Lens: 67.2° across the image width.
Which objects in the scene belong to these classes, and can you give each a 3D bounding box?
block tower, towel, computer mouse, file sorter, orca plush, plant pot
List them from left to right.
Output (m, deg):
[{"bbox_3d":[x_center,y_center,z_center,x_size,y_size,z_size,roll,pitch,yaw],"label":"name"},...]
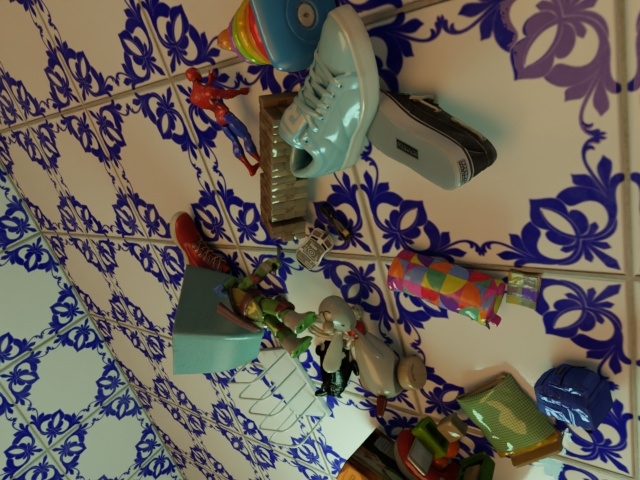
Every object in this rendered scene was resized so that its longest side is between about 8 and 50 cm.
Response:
[{"bbox_3d":[-0.300,0.251,1.461,0.252,0.247,0.248,7,137,-11],"label":"plant pot"},{"bbox_3d":[-0.140,0.516,1.584,0.193,0.173,0.278,-18,106,47],"label":"file sorter"},{"bbox_3d":[-0.082,-0.153,1.081,0.097,0.091,0.335,-125,30,-45],"label":"block tower"},{"bbox_3d":[0.000,0.000,1.185,0.106,0.042,0.193,42,133,2],"label":"computer mouse"},{"bbox_3d":[0.016,0.396,1.411,0.151,0.102,0.287,37,137,15],"label":"orca plush"},{"bbox_3d":[0.391,0.095,0.932,0.060,0.009,0.083,16,128,32],"label":"towel"}]

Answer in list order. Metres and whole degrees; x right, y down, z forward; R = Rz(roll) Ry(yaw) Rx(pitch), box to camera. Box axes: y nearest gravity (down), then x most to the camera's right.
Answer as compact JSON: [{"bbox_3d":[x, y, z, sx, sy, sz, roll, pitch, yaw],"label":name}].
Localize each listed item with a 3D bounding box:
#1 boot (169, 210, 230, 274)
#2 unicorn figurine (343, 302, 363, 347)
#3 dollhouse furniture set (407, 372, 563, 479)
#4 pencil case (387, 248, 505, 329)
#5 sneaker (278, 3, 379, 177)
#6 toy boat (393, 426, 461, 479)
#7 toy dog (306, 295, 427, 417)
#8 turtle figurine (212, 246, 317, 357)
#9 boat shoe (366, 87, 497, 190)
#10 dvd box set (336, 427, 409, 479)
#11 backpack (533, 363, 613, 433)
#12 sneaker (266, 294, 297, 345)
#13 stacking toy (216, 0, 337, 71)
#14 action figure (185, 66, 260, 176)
[{"bbox_3d":[-0.359,0.025,1.486,0.176,0.088,0.244,18,138,31],"label":"boot"},{"bbox_3d":[0.079,0.213,1.265,0.111,0.060,0.162,-11,126,35],"label":"unicorn figurine"},{"bbox_3d":[0.361,0.469,1.087,0.197,0.151,0.301,46,128,4],"label":"dollhouse furniture set"},{"bbox_3d":[0.256,0.096,0.988,0.236,0.104,0.104,22,132,30],"label":"pencil case"},{"bbox_3d":[0.002,-0.226,0.853,0.135,0.150,0.366,56,161,26],"label":"sneaker"},{"bbox_3d":[0.313,0.578,1.282,0.231,0.151,0.151,33,106,18],"label":"toy boat"},{"bbox_3d":[0.100,0.298,1.170,0.333,0.161,0.220,33,138,-6],"label":"toy dog"},{"bbox_3d":[-0.107,0.151,1.232,0.266,0.274,0.198,35,100,30],"label":"turtle figurine"},{"bbox_3d":[0.170,-0.201,0.837,0.306,0.105,0.113,44,157,45],"label":"boat shoe"},{"bbox_3d":[0.271,0.688,1.275,0.420,0.307,0.062,31,97,22],"label":"dvd box set"},{"bbox_3d":[0.483,0.292,0.935,0.120,0.098,0.101,-2,109,56],"label":"backpack"},{"bbox_3d":[-0.123,0.236,1.456,0.077,0.072,0.178,15,121,49],"label":"sneaker"},{"bbox_3d":[-0.117,-0.402,0.928,0.302,0.175,0.166,13,129,49],"label":"stacking toy"},{"bbox_3d":[-0.197,-0.297,1.115,0.091,0.139,0.280,-4,138,40],"label":"action figure"}]
